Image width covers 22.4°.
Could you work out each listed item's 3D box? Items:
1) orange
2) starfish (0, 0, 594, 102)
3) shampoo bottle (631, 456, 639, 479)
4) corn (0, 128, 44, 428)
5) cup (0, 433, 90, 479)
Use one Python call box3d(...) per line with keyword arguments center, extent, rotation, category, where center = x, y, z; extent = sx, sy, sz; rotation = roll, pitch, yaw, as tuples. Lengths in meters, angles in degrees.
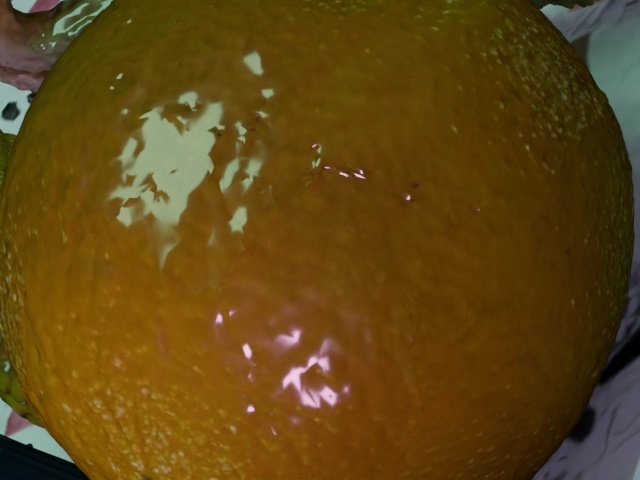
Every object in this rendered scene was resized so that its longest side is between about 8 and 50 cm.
box3d(center=(0.000, 0.000, 0.678), extent=(0.274, 0.274, 0.274), rotation=(-32, 40, 31), category="orange")
box3d(center=(0.038, -0.154, 0.753), extent=(0.432, 0.324, 0.082), rotation=(-24, 59, 44), category="starfish")
box3d(center=(0.208, 0.114, 0.310), extent=(0.273, 0.273, 0.266), rotation=(-50, 24, 8), category="shampoo bottle")
box3d(center=(-0.186, 0.015, 1.032), extent=(0.120, 0.120, 0.363), rotation=(-52, 30, 4), category="corn")
box3d(center=(-0.191, 0.157, 0.876), extent=(0.176, 0.155, 0.131), rotation=(-15, 51, 46), category="cup")
